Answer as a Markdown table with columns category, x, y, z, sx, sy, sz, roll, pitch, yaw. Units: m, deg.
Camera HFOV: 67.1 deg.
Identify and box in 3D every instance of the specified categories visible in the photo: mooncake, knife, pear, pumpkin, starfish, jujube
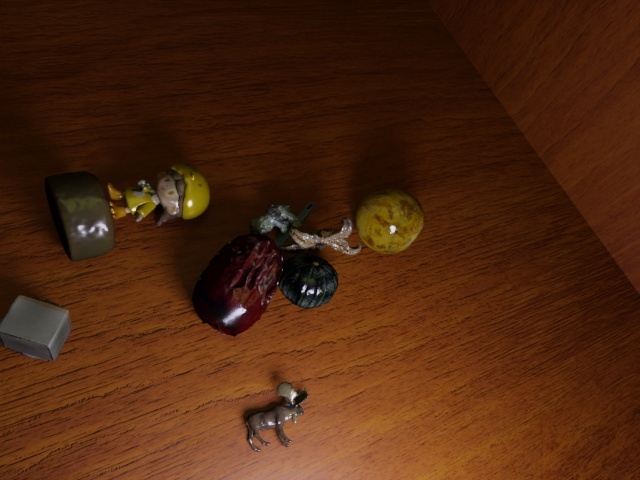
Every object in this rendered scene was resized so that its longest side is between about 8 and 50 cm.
| category | x | y | z | sx | sy | sz | roll | pitch | yaw |
| --- | --- | --- | --- | --- | --- | --- | --- | --- | --- |
| mooncake | -0.770 | -0.081 | 1.558 | 0.156 | 0.284 | 0.284 | -17 | 68 | -34 |
| knife | -0.113 | -0.059 | 1.942 | 0.045 | 0.019 | 0.313 | 31 | 55 | 9 |
| pear | 0.273 | -0.083 | 1.946 | 0.281 | 0.280 | 0.280 | 9 | 58 | -15 |
| pumpkin | -0.045 | 0.143 | 1.743 | 0.221 | 0.161 | 0.220 | 20 | 28 | -11 |
| starfish | 0.002 | -0.003 | 1.795 | 0.313 | 0.303 | 0.112 | -1 | 79 | -9 |
| jujube | -0.277 | 0.149 | 1.631 | 0.259 | 0.258 | 0.376 | 32 | 49 | 0 |

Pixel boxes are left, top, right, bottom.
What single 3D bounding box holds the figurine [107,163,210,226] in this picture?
| category | x | y | z | sx | sy | sz | roll | pitch | yaw |
| --- | --- | --- | --- | --- | --- | --- | --- | --- | --- |
| figurine | -0.576 | -0.167 | 1.744 | 0.344 | 0.187 | 0.214 | -9 | 74 | -18 |

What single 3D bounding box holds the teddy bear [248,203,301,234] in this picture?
| category | x | y | z | sx | sy | sz | roll | pitch | yaw |
| --- | --- | --- | --- | --- | --- | --- | --- | --- | --- |
| teddy bear | -0.176 | -0.085 | 1.871 | 0.213 | 0.111 | 0.133 | -22 | 53 | -29 |

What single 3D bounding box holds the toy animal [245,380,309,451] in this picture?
| category | x | y | z | sx | sy | sz | roll | pitch | yaw |
| --- | --- | --- | --- | --- | --- | --- | --- | --- | --- |
| toy animal | -0.130 | 0.551 | 1.528 | 0.215 | 0.093 | 0.185 | -5 | 54 | -13 |

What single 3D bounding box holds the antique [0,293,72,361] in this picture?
| category | x | y | z | sx | sy | sz | roll | pitch | yaw |
| --- | --- | --- | --- | --- | --- | --- | --- | --- | --- |
| antique | -0.831 | 0.253 | 1.417 | 0.152 | 0.146 | 0.147 | 21 | 54 | -9 |
